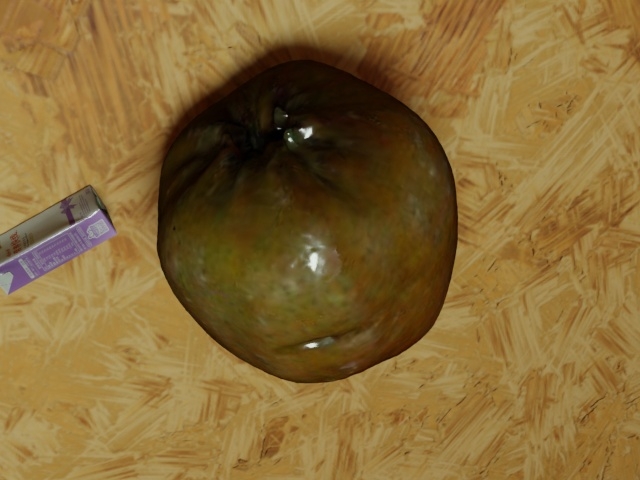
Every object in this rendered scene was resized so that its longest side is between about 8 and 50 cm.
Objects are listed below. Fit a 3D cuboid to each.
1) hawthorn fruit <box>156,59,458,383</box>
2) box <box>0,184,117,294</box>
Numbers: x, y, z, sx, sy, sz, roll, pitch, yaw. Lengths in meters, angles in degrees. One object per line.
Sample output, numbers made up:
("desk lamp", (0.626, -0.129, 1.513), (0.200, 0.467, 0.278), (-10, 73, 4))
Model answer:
("hawthorn fruit", (0.000, 0.000, 1.041), (0.267, 0.268, 0.301), (-30, 138, -4))
("box", (-0.249, -0.001, 1.058), (0.117, 0.051, 0.036), (-30, 128, -5))
